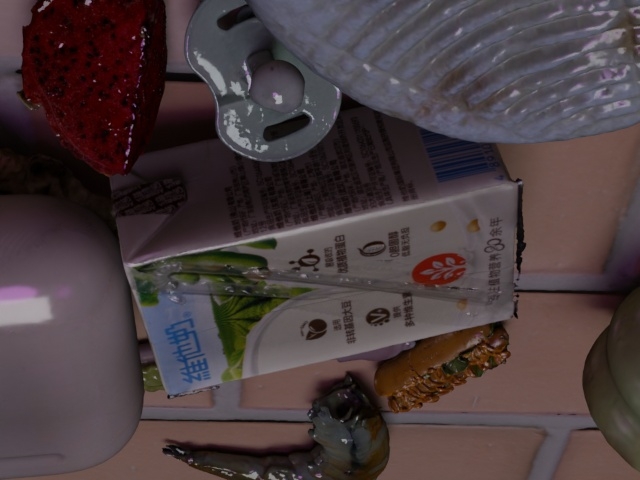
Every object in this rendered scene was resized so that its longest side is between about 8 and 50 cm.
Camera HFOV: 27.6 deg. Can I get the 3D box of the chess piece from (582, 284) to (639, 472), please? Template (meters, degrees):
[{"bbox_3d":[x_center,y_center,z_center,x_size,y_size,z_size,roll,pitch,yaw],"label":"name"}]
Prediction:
[{"bbox_3d":[0.419,0.033,1.161,0.234,0.234,0.442,7,138,-11],"label":"chess piece"}]

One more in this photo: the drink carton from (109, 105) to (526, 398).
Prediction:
[{"bbox_3d":[0.001,0.000,1.119,0.325,0.132,0.194,-13,139,-5],"label":"drink carton"}]

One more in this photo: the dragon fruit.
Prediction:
[{"bbox_3d":[-0.175,-0.142,1.020,0.106,0.083,0.162,12,111,10],"label":"dragon fruit"}]

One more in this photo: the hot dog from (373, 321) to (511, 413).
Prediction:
[{"bbox_3d":[0.128,0.136,1.405,0.072,0.055,0.188,25,134,-32],"label":"hot dog"}]

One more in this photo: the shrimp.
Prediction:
[{"bbox_3d":[-0.024,0.252,1.559,0.287,0.068,0.185,-15,138,33],"label":"shrimp"}]

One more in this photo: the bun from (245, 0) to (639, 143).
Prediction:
[{"bbox_3d":[0.116,-0.213,0.827,0.355,0.194,0.354,8,145,6],"label":"bun"}]

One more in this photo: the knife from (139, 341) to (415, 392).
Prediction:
[{"bbox_3d":[-0.100,0.124,1.395,0.399,0.038,0.132,-10,144,10],"label":"knife"}]

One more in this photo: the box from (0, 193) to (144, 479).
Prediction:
[{"bbox_3d":[-0.305,0.094,1.140,0.289,0.141,0.349,-5,144,-6],"label":"box"}]

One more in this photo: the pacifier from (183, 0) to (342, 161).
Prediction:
[{"bbox_3d":[-0.032,-0.127,0.999,0.127,0.116,0.150,-18,111,-8],"label":"pacifier"}]

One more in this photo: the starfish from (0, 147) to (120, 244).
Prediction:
[{"bbox_3d":[-0.333,-0.013,1.166,0.432,0.082,0.324,20,139,-37],"label":"starfish"}]
